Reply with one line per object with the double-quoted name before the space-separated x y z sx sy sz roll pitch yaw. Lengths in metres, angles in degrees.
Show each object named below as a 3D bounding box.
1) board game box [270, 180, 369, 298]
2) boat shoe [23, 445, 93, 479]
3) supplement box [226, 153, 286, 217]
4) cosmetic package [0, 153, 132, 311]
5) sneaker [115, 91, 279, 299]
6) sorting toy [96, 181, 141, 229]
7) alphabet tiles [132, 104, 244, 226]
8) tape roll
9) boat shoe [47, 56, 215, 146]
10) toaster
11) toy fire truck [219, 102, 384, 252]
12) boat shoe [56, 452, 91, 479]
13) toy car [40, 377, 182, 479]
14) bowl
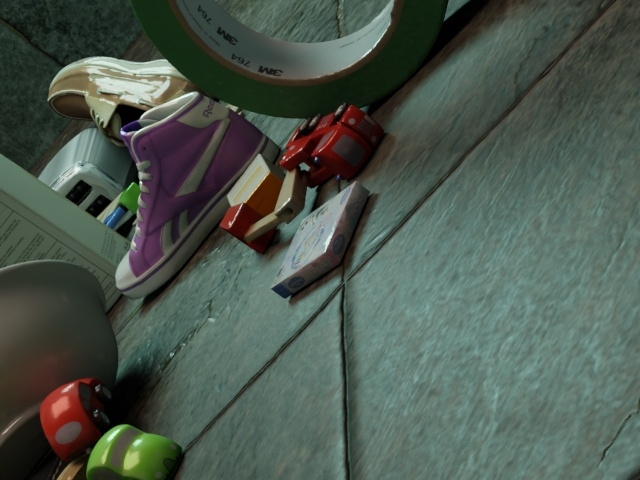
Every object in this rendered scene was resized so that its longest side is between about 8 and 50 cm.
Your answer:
"board game box" 0.000 0.000 1.293 0.090 0.020 0.090 -35 24 48
"boat shoe" -0.332 0.319 1.428 0.114 0.091 0.302 -27 31 56
"supplement box" -0.066 -0.051 1.549 0.062 0.036 0.098 -52 16 7
"cosmetic package" -0.417 0.001 1.923 0.160 0.309 0.113 -48 17 17
"sneaker" -0.196 -0.063 1.717 0.282 0.161 0.102 -48 19 22
"sorting toy" -0.362 0.032 2.183 0.347 0.047 0.196 -38 19 46
"alphabet tiles" -0.183 -0.115 2.056 0.198 0.009 0.237 -59 17 -19
"tape roll" -0.031 -0.271 1.393 0.321 0.321 0.077 -42 20 35
"boat shoe" -0.316 -0.216 2.268 0.324 0.123 0.116 0 61 36
"toaster" -0.387 -0.081 2.342 0.227 0.129 0.146 -43 23 22
"toy fire truck" -0.021 -0.059 1.424 0.135 0.047 0.192 -59 18 -17
"boat shoe" -0.239 0.265 1.374 0.045 0.050 0.135 -14 42 46
"toy car" -0.221 0.205 1.327 0.225 0.053 0.239 -13 38 41
"bowl" -0.327 0.173 1.534 0.298 0.298 0.134 -49 61 13
